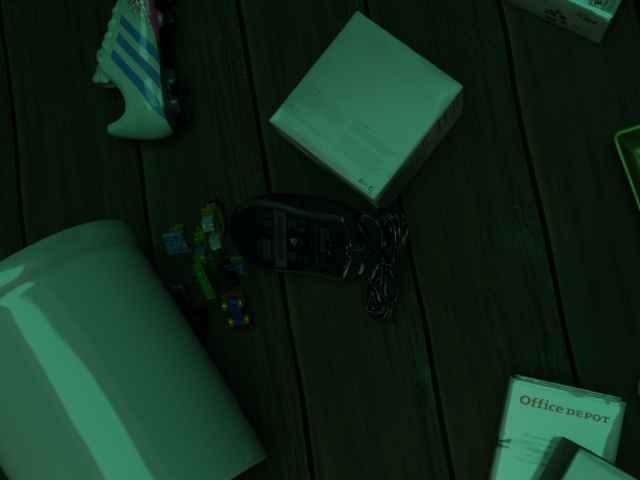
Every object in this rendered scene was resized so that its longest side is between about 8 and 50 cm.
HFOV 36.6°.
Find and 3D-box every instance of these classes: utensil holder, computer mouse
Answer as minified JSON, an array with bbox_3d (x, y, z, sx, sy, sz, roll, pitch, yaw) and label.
[{"bbox_3d":[-0.302,0.220,1.327,0.328,0.327,0.385,-34,80,3],"label":"utensil holder"},{"bbox_3d":[0.000,0.000,1.424,0.272,0.072,0.188,15,122,16],"label":"computer mouse"}]

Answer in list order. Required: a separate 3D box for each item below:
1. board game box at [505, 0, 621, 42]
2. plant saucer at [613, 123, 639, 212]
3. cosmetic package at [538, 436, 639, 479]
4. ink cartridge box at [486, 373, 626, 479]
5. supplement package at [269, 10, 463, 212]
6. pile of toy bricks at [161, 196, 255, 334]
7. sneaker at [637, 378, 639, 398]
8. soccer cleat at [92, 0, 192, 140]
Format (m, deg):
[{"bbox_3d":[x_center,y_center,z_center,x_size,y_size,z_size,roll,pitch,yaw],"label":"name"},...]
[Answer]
[{"bbox_3d":[0.336,-0.467,1.445,0.303,0.097,0.224,28,86,10],"label":"board game box"},{"bbox_3d":[0.535,-0.090,1.381,0.188,0.045,0.188,-17,79,5],"label":"plant saucer"},{"bbox_3d":[0.333,0.366,1.197,0.151,0.151,0.183,30,87,9],"label":"cosmetic package"},{"bbox_3d":[0.316,0.305,1.331,0.159,0.092,0.217,12,86,9],"label":"ink cartridge box"},{"bbox_3d":[0.072,-0.180,1.413,0.194,0.149,0.203,38,89,12],"label":"supplement package"},{"bbox_3d":[-0.166,0.033,1.441,0.118,0.105,0.212,-11,122,10],"label":"pile of toy bricks"},{"bbox_3d":[0.490,0.329,1.289,0.152,0.114,0.305,-27,79,3],"label":"sneaker"},{"bbox_3d":[-0.297,-0.315,1.509,0.143,0.116,0.331,-10,80,7],"label":"soccer cleat"}]
